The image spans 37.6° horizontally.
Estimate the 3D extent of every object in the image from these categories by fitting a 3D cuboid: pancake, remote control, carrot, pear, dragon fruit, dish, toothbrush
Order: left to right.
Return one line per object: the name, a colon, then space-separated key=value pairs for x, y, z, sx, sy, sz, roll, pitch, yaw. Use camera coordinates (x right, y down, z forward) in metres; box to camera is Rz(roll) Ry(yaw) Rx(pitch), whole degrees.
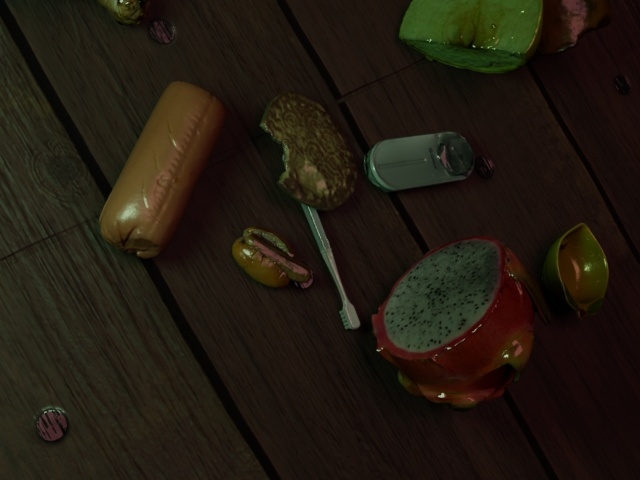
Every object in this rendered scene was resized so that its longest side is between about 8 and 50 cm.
pancake: x=-0.017 y=-0.163 z=1.705 sx=0.212 sy=0.029 sz=0.235 roll=0 pitch=71 yaw=-43
toothbrush: x=0.001 y=-0.001 z=1.688 sx=0.025 sy=0.030 sz=0.342 roll=-17 pitch=84 yaw=-31
remote control: x=0.194 y=-0.152 z=1.824 sx=0.247 sy=0.052 sz=0.104 roll=-10 pitch=81 yaw=-31
dragon fruit: x=0.261 y=0.162 z=1.639 sx=0.226 sy=0.305 sz=0.305 roll=49 pitch=58 yaw=-26
pear: x=0.332 y=-0.465 z=1.879 sx=0.139 sy=0.288 sz=0.239 roll=20 pitch=85 yaw=-58
carrot: x=0.470 y=-0.539 z=1.979 sx=0.241 sy=0.241 sz=0.341 roll=-13 pitch=84 yaw=-31
dish: x=0.508 y=0.068 z=1.912 sx=0.148 sy=0.080 sz=0.208 roll=23 pitch=64 yaw=-25

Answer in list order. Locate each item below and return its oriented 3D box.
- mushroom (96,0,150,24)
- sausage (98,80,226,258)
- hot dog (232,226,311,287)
mushroom: x=-0.410 y=-0.484 z=1.529 sx=0.267 sy=0.267 sz=0.255 roll=-5 pitch=112 yaw=-29
sausage: x=-0.255 y=-0.115 z=1.533 sx=0.121 sy=0.121 sz=0.304 roll=29 pitch=66 yaw=-18
hot dog: x=-0.083 y=0.034 z=1.616 sx=0.140 sy=0.060 sz=0.090 roll=46 pitch=64 yaw=-13
